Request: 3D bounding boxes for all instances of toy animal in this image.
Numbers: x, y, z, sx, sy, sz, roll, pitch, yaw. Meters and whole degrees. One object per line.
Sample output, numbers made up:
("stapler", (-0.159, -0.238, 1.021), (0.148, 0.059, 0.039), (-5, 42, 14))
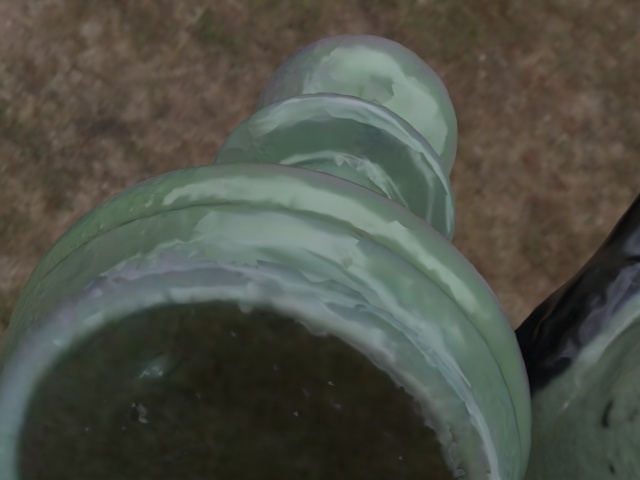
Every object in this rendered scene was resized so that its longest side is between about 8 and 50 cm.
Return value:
("toy animal", (0.131, 0.038, 0.474), (0.094, 0.225, 0.121), (51, 60, -25))

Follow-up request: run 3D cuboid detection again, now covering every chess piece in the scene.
("chess piece", (0.000, 0.000, 0.557), (0.139, 0.139, 0.272), (35, 27, -9))
